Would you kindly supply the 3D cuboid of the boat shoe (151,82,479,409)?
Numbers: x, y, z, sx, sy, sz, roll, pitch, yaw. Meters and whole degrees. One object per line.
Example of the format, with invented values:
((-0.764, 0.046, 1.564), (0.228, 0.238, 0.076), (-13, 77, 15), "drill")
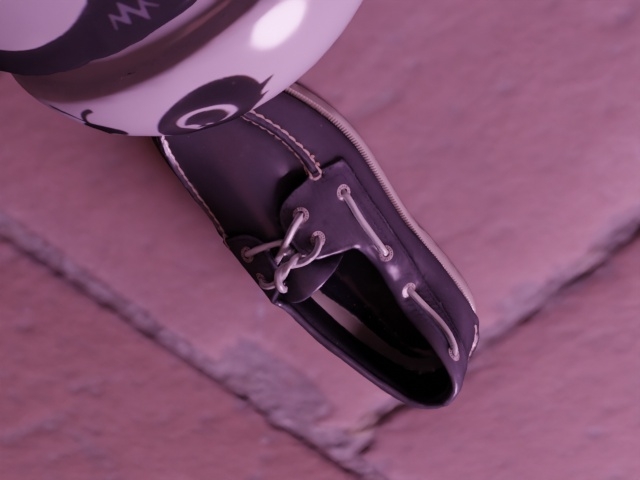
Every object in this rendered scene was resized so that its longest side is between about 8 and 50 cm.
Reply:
((0.000, 0.000, 0.728), (0.075, 0.065, 0.206), (-34, 118, 25), "boat shoe")

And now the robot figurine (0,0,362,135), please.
((-0.096, -0.154, 0.536), (0.173, 0.209, 0.278), (-33, 131, 16), "robot figurine")
